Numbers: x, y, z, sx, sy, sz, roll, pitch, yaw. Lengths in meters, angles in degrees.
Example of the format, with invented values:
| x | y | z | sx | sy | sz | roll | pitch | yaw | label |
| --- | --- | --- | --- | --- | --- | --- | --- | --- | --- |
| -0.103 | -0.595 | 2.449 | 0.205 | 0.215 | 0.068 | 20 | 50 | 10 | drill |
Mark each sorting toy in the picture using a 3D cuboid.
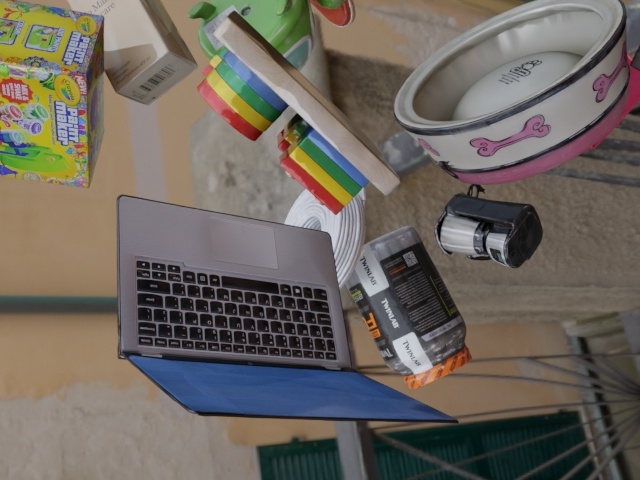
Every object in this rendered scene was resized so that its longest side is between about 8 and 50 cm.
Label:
| x | y | z | sx | sy | sz | roll | pitch | yaw | label |
| --- | --- | --- | --- | --- | --- | --- | --- | --- | --- |
| -0.041 | -0.153 | 0.926 | 0.089 | 0.255 | 0.257 | -46 | 16 | 10 | sorting toy |

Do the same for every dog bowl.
| x | y | z | sx | sy | sz | roll | pitch | yaw | label |
| --- | --- | --- | --- | --- | --- | --- | --- | --- | --- |
| 0.339 | -0.256 | 1.321 | 0.408 | 0.408 | 0.150 | 15 | 144 | 56 | dog bowl |

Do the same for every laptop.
| x | y | z | sx | sy | sz | roll | pitch | yaw | label |
| --- | --- | --- | --- | --- | --- | --- | --- | --- | --- |
| -0.063 | 0.087 | 1.075 | 0.236 | 0.382 | 0.407 | -41 | 48 | 45 | laptop |

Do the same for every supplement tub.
| x | y | z | sx | sy | sz | roll | pitch | yaw | label |
| --- | --- | --- | --- | --- | --- | --- | --- | --- | --- |
| 0.199 | 0.155 | 1.759 | 0.207 | 0.207 | 0.338 | -35 | 79 | 50 | supplement tub |

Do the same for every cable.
| x | y | z | sx | sy | sz | roll | pitch | yaw | label |
| --- | --- | --- | --- | --- | --- | --- | --- | --- | --- |
| 0.000 | 0.000 | 1.668 | 0.257 | 0.089 | 0.257 | -40 | 42 | 40 | cable |

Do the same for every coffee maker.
| x | y | z | sx | sy | sz | roll | pitch | yaw | label |
| --- | --- | --- | --- | --- | --- | --- | --- | --- | --- |
| 0.341 | -0.038 | 1.519 | 0.178 | 0.120 | 0.171 | 13 | 79 | 44 | coffee maker |

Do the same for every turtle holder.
| x | y | z | sx | sy | sz | roll | pitch | yaw | label |
| --- | --- | --- | --- | --- | --- | --- | --- | --- | --- |
| -0.114 | -0.492 | 1.720 | 0.243 | 0.227 | 0.320 | 24 | 79 | 32 | turtle holder |

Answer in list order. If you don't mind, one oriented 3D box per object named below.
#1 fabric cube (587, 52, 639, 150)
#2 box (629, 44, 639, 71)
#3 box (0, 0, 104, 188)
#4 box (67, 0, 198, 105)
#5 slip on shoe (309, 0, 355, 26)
| x | y | z | sx | sy | sz | roll | pitch | yaw | label |
| --- | --- | --- | --- | --- | --- | --- | --- | --- | --- |
| 0.590 | -0.356 | 1.880 | 0.254 | 0.259 | 0.258 | 49 | 162 | -5 | fabric cube |
| 0.646 | -0.373 | 1.219 | 0.143 | 0.165 | 0.270 | 38 | 98 | 14 | box |
| -0.555 | -0.274 | 1.418 | 0.290 | 0.279 | 0.177 | 108 | 166 | -49 | box |
| -0.394 | -0.446 | 1.538 | 0.148 | 0.121 | 0.311 | -35 | 77 | 15 | box |
| -0.040 | -0.657 | 1.918 | 0.123 | 0.331 | 0.101 | -8 | 45 | 50 | slip on shoe |
